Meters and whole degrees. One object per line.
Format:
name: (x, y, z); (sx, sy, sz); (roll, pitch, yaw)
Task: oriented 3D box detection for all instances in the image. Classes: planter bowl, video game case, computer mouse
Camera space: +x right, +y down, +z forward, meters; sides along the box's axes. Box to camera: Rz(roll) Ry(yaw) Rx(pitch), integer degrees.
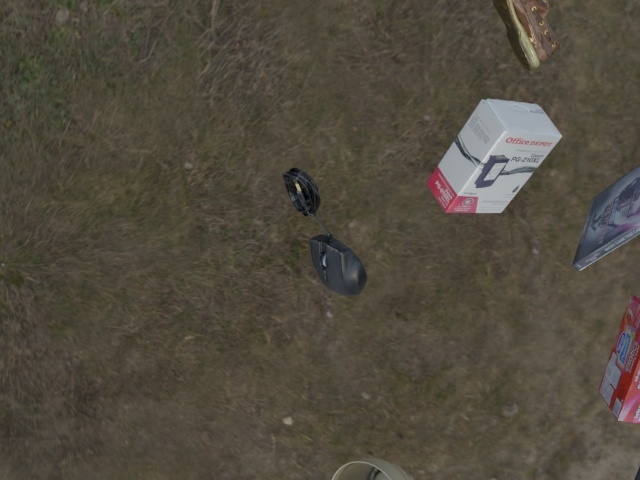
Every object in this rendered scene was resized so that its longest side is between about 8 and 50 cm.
planter bowl: (0.113, 0.495, 1.438); (0.109, 0.162, 0.162); (-5, 90, -56)
video game case: (0.598, -0.072, 1.418); (0.026, 0.274, 0.196); (33, 57, -5)
computer mouse: (0.000, 0.000, 0.909); (0.041, 0.071, 0.242); (-48, 139, -18)

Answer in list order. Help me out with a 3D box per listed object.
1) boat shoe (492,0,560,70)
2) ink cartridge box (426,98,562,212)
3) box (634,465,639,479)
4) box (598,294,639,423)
boat shoe: (0.278, -0.320, 1.012); (0.060, 0.064, 0.178); (-31, 123, 6)
ink cartridge box: (0.364, -0.172, 1.562); (0.172, 0.237, 0.100); (-1, 49, -33)
box: (0.808, 0.540, 1.612); (0.059, 0.232, 0.183); (22, 89, -30)
box: (0.724, 0.265, 1.626); (0.122, 0.128, 0.257); (9, 109, -3)
